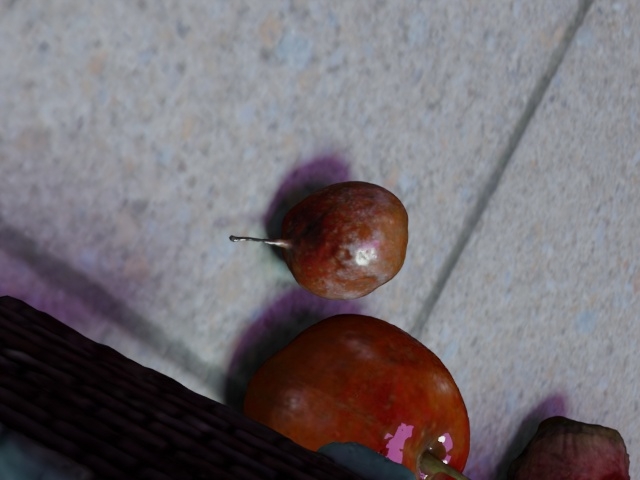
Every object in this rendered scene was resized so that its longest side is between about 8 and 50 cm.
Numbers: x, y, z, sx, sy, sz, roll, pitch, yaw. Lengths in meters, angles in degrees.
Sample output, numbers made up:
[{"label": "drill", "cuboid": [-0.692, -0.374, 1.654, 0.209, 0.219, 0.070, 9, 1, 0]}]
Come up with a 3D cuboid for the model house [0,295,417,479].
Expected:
[{"label": "model house", "cuboid": [-0.106, 0.136, 0.463, 0.249, 0.280, 0.230, -39, 150, -55]}]

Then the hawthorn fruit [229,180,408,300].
[{"label": "hawthorn fruit", "cuboid": [0.000, 0.000, 0.658, 0.103, 0.066, 0.067, -1, 103, -42]}]

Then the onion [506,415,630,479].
[{"label": "onion", "cuboid": [0.176, 0.321, 0.799, 0.398, 0.398, 0.420, 17, 47, -48]}]

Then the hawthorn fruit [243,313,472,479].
[{"label": "hawthorn fruit", "cuboid": [0.023, 0.099, 0.674, 0.125, 0.140, 0.125, 8, 71, -24]}]
